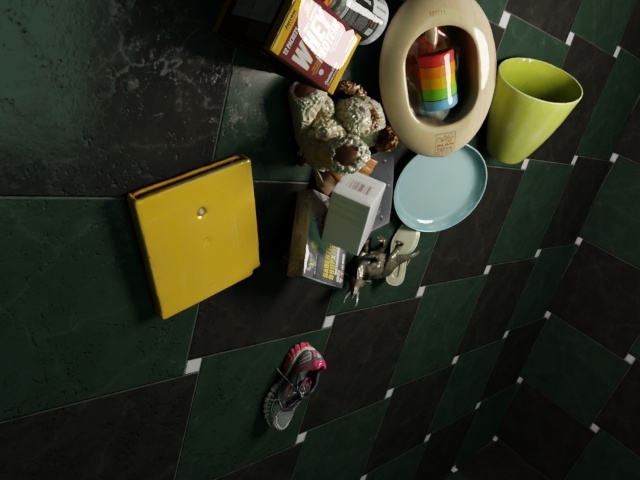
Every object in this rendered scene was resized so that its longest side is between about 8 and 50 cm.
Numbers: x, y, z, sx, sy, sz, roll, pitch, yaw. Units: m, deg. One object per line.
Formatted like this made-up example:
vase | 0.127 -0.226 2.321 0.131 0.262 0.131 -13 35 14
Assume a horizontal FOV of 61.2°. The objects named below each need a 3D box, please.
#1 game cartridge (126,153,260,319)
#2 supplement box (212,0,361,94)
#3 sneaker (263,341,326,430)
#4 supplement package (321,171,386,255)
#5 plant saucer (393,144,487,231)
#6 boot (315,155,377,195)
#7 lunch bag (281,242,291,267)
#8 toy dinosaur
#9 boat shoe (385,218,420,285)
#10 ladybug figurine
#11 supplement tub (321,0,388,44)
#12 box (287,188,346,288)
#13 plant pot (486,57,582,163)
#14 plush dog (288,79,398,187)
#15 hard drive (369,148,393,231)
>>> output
game cartridge | -0.273 -0.008 1.238 0.285 0.053 0.323 -27 134 -33
supplement box | -0.066 -0.408 1.070 0.191 0.194 0.129 20 100 -50
sneaker | -0.085 0.472 1.696 0.121 0.112 0.299 7 110 -48
supplement package | 0.081 -0.070 1.353 0.105 0.105 0.179 -57 166 -40
plant saucer | 0.377 -0.173 1.725 0.318 0.043 0.317 -8 125 -12
boot | 0.102 -0.154 1.438 0.197 0.073 0.152 34 108 -24
lunch bag | -0.059 0.050 1.479 0.098 0.067 0.065 12 105 -50
toy dinosaur | 0.180 0.071 1.728 0.314 0.121 0.160 -21 139 -39
boat shoe | 0.271 0.035 1.828 0.079 0.084 0.233 -51 159 -83
ladybug figurine | 0.294 -0.431 1.414 0.305 0.162 0.449 -12 123 -4
supplement tub | 0.052 -0.514 1.186 0.190 0.117 0.117 5 111 -49
box | 0.000 0.000 1.441 0.183 0.056 0.230 24 68 -51
plant pot | 0.679 -0.416 1.830 0.275 0.275 0.293 -28 148 -32
plush dog | 0.058 -0.267 1.306 0.225 0.262 0.210 -27 166 -20
hard drive | 0.138 -0.140 1.571 0.172 0.054 0.254 -27 131 -33
